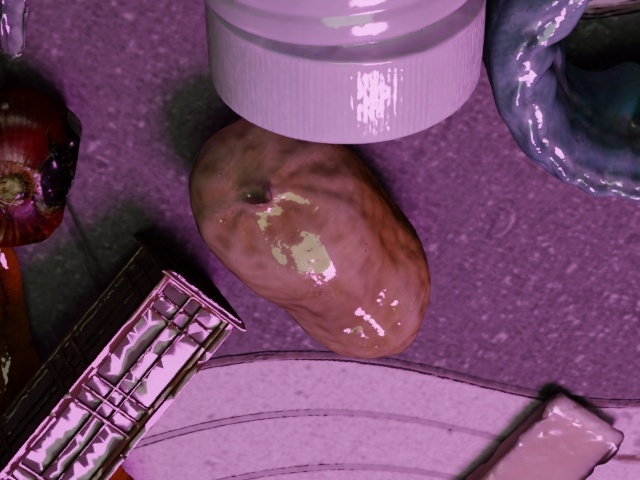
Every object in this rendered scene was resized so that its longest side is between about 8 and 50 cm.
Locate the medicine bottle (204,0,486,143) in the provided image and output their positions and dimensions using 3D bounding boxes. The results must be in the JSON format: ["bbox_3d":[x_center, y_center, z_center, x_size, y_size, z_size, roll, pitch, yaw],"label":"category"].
[{"bbox_3d":[0.008,-0.240,1.198,0.190,0.190,0.332,-6,127,-1],"label":"medicine bottle"}]

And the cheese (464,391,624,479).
[{"bbox_3d":[0.110,0.276,1.704,0.085,0.034,0.400,29,119,-19],"label":"cheese"}]

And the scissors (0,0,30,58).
[{"bbox_3d":[-0.206,-0.269,1.257,0.191,0.029,0.360,-1,127,-6],"label":"scissors"}]

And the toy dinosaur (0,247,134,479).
[{"bbox_3d":[-0.249,0.188,1.564,0.208,0.097,0.432,-28,128,2],"label":"toy dinosaur"}]

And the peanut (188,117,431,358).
[{"bbox_3d":[0.000,0.000,1.422,0.129,0.129,0.224,-35,125,20],"label":"peanut"}]

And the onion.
[{"bbox_3d":[-0.227,-0.053,1.377,0.118,0.118,0.117,6,94,-10],"label":"onion"}]

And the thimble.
[{"bbox_3d":[0.213,-0.139,1.326,0.198,0.143,0.235,-32,125,19],"label":"thimble"}]

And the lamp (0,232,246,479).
[{"bbox_3d":[-0.199,0.150,1.472,0.089,0.090,0.325,39,92,-28],"label":"lamp"}]
